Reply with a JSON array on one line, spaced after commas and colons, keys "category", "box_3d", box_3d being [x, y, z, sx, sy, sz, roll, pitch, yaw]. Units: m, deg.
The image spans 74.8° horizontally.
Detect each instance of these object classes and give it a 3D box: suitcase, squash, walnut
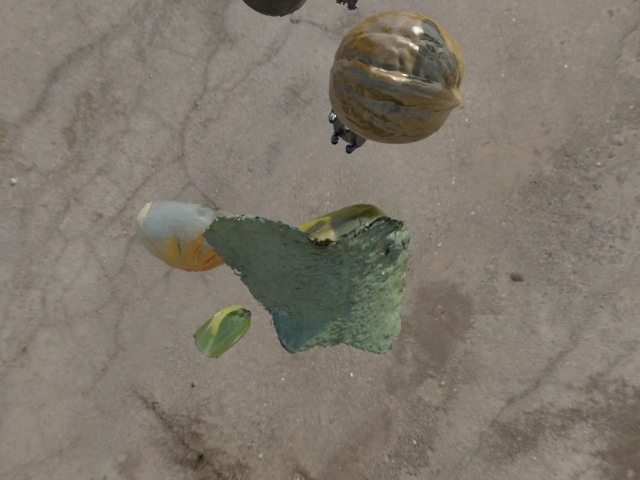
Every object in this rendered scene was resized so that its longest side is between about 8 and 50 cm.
[{"category": "suitcase", "box_3d": [0.156, -0.480, 1.484, 0.128, 0.202, 0.312, 36, 80, 15]}, {"category": "squash", "box_3d": [-0.289, 0.274, 1.307, 0.187, 0.123, 0.123, -38, 77, 20]}, {"category": "walnut", "box_3d": [0.186, -0.391, 1.032, 0.333, 0.333, 0.332, -1, 78, 3]}]

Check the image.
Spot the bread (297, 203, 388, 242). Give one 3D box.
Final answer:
[{"category": "bread", "box_3d": [0.000, 0.000, 1.096, 0.384, 0.112, 0.166, -21, 35, -10]}]

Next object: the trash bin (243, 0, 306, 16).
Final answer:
[{"category": "trash bin", "box_3d": [-0.064, -0.596, 0.798, 0.252, 0.301, 0.202, -15, 95, -17]}]

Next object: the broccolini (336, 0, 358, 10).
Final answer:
[{"category": "broccolini", "box_3d": [0.141, -0.466, 0.742, 0.272, 0.123, 0.062, -22, 119, -11]}]

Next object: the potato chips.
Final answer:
[{"category": "potato chips", "box_3d": [0.006, 0.038, 0.380, 0.228, 0.167, 0.059, 6, 36, -28]}]

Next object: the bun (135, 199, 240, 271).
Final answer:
[{"category": "bun", "box_3d": [-0.345, 0.004, 1.132, 0.299, 0.299, 0.164, 4, 81, 4]}]
